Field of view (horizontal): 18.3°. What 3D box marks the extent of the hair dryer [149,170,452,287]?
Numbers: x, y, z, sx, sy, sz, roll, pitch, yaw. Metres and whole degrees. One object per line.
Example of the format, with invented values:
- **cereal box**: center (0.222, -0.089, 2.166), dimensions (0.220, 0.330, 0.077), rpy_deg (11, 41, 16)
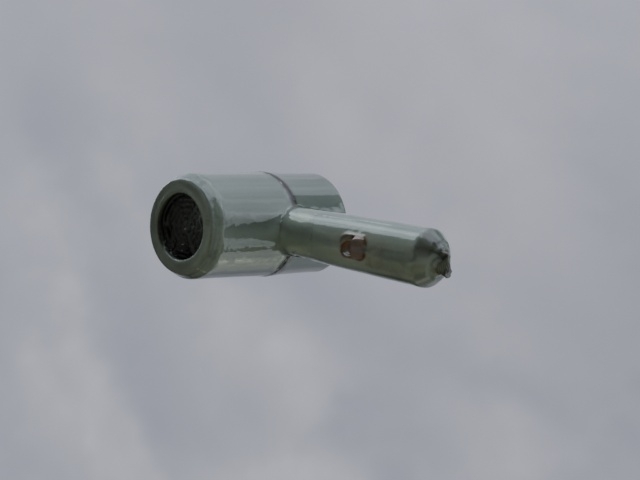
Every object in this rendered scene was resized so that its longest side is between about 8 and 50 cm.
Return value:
- **hair dryer**: center (0.000, 0.000, 0.852), dimensions (0.137, 0.082, 0.047), rpy_deg (12, -80, 43)
